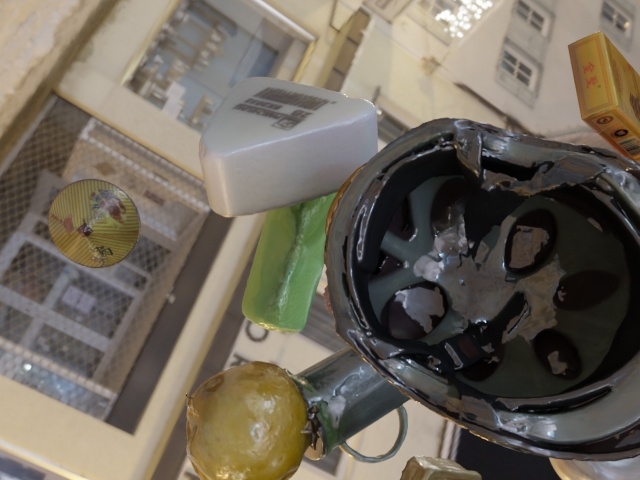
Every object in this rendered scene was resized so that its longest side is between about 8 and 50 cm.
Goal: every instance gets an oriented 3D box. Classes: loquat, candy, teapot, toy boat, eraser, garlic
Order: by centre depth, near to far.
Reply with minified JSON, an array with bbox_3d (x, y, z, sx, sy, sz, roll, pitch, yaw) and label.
[{"bbox_3d":[0.158,0.415,1.027,0.061,0.116,0.188,29,-78,61],"label":"toy boat"},{"bbox_3d":[-0.114,0.323,1.190,0.244,0.244,0.244,-52,-163,24],"label":"loquat"},{"bbox_3d":[0.519,0.392,1.216,0.128,0.267,0.148,-43,157,-82],"label":"garlic"},{"bbox_3d":[-0.043,-0.186,1.290,0.331,0.332,0.149,-83,172,-55],"label":"eraser"},{"bbox_3d":[-0.060,0.024,1.454,0.142,0.132,0.343,15,-93,57],"label":"candy"},{"bbox_3d":[0.075,0.348,1.482,0.337,0.270,0.200,-23,172,-29],"label":"teapot"}]

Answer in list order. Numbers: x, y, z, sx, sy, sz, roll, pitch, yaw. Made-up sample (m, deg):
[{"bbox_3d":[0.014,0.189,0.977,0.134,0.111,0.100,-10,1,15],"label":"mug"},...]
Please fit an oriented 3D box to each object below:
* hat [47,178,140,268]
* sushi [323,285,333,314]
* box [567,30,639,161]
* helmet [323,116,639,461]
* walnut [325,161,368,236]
[{"bbox_3d":[-0.470,-0.026,1.403,0.193,0.193,0.082,-57,-170,9],"label":"hat"},{"bbox_3d":[0.124,0.171,2.235,0.241,0.161,0.107,-47,-150,25],"label":"sushi"},{"bbox_3d":[0.612,-0.289,1.422,0.076,0.274,0.174,-21,-117,38],"label":"box"},{"bbox_3d":[0.156,0.046,0.559,0.224,0.306,0.177,-59,163,-7],"label":"helmet"},{"bbox_3d":[0.110,-0.030,1.074,0.195,0.196,0.221,-77,-170,-47],"label":"walnut"}]
